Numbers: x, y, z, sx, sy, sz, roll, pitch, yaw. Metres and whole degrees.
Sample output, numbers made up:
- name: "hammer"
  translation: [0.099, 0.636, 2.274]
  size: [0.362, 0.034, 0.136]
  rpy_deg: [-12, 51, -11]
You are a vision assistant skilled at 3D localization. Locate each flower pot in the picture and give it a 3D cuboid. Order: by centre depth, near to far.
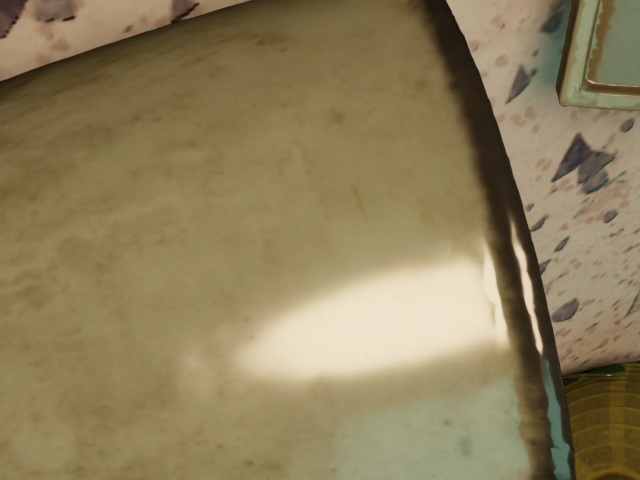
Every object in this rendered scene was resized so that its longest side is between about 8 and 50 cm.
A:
- name: "flower pot"
  translation: [-0.088, 0.049, 0.474]
  size: [0.330, 0.294, 0.294]
  rpy_deg: [-12, 139, -4]

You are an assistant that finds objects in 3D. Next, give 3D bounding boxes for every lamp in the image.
- name: "lamp"
  translation: [0.276, 0.231, 0.936]
  size: [0.250, 0.250, 0.284]
  rpy_deg: [-42, 161, 11]

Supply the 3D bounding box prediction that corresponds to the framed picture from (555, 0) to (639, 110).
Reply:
- name: "framed picture"
  translation: [0.259, -0.205, 0.519]
  size: [0.240, 0.020, 0.324]
  rpy_deg: [3, 122, 1]
